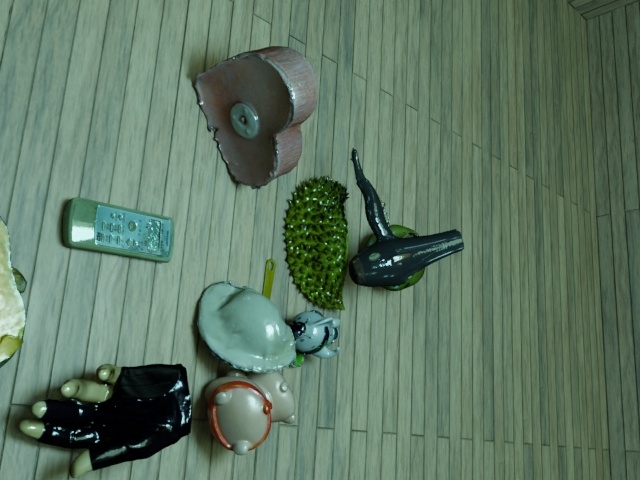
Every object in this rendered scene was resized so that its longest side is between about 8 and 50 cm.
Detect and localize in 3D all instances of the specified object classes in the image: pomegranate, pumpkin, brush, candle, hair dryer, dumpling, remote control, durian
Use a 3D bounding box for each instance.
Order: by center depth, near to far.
[{"bbox_3d":[-0.574,0.065,1.117,0.222,0.139,0.317,-11,86,-44],"label":"pumpkin"},{"bbox_3d":[-0.394,-0.018,1.390,0.234,0.038,0.098,14,72,-45],"label":"remote control"},{"bbox_3d":[-0.168,0.200,1.509,0.247,0.142,0.172,40,44,10],"label":"dumpling"},{"bbox_3d":[-0.149,-0.295,1.577,0.131,0.287,0.316,-35,149,-47],"label":"candle"},{"bbox_3d":[-0.128,0.140,1.651,0.083,0.011,0.205,24,64,-40],"label":"brush"},{"bbox_3d":[0.173,-0.075,1.723,0.304,0.120,0.359,-20,87,-13],"label":"hair dryer"},{"bbox_3d":[0.000,0.000,1.770,0.169,0.158,0.351,46,41,-76],"label":"durian"},{"bbox_3d":[0.206,0.028,1.888,0.179,0.179,0.210,-37,151,-44],"label":"pomegranate"}]

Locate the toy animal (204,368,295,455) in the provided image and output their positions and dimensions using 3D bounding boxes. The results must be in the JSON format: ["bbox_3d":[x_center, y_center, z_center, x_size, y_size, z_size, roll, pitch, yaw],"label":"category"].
[{"bbox_3d":[-0.153,0.354,1.480,0.198,0.171,0.171,-21,96,-54],"label":"toy animal"}]

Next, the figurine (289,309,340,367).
[{"bbox_3d":[-0.018,0.222,1.668,0.192,0.147,0.126,25,43,-61],"label":"figurine"}]

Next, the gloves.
[{"bbox_3d":[-0.374,0.316,1.256,0.301,0.152,0.197,11,52,-38],"label":"gloves"}]
